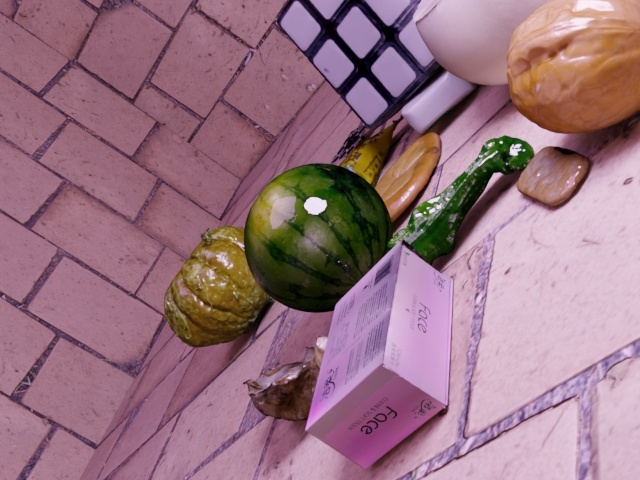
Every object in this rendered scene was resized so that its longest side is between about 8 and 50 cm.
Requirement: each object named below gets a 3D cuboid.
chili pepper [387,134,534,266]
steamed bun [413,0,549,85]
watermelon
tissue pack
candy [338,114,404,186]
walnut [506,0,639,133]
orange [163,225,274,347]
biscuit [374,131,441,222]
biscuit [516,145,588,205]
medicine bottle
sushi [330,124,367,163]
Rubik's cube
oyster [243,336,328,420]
[{"bbox_3d":[0.178,-0.044,1.092,0.257,0.074,0.100,-51,12,14],"label":"chili pepper"},{"bbox_3d":[0.296,-0.379,1.215,0.324,0.206,0.324,-53,10,13],"label":"steamed bun"},{"bbox_3d":[-0.003,-0.003,1.296,0.242,0.242,0.242,-51,13,16],"label":"watermelon"},{"bbox_3d":[0.076,0.131,0.973,0.148,0.092,0.246,-46,15,31],"label":"tissue pack"},{"bbox_3d":[0.083,-0.149,1.733,0.187,0.081,0.297,-41,8,49],"label":"candy"},{"bbox_3d":[0.292,-0.198,0.893,0.159,0.159,0.206,-58,12,-15],"label":"walnut"},{"bbox_3d":[-0.226,0.118,1.858,0.301,0.223,0.300,-54,-3,3],"label":"orange"},{"bbox_3d":[0.137,-0.100,1.460,0.260,0.041,0.203,-55,11,-22],"label":"biscuit"},{"bbox_3d":[0.272,-0.078,0.958,0.071,0.018,0.147,-56,13,7],"label":"biscuit"},{"bbox_3d":[0.236,-0.281,1.484,0.183,0.069,0.119,-43,2,32],"label":"medicine bottle"},{"bbox_3d":[0.088,-0.245,2.086,0.120,0.026,0.126,-57,16,-20],"label":"sushi"},{"bbox_3d":[0.158,-0.451,1.565,0.305,0.301,0.304,-41,0,-38],"label":"Rubik's cube"},{"bbox_3d":[-0.024,0.205,1.223,0.166,0.094,0.294,-38,0,-7],"label":"oyster"}]
